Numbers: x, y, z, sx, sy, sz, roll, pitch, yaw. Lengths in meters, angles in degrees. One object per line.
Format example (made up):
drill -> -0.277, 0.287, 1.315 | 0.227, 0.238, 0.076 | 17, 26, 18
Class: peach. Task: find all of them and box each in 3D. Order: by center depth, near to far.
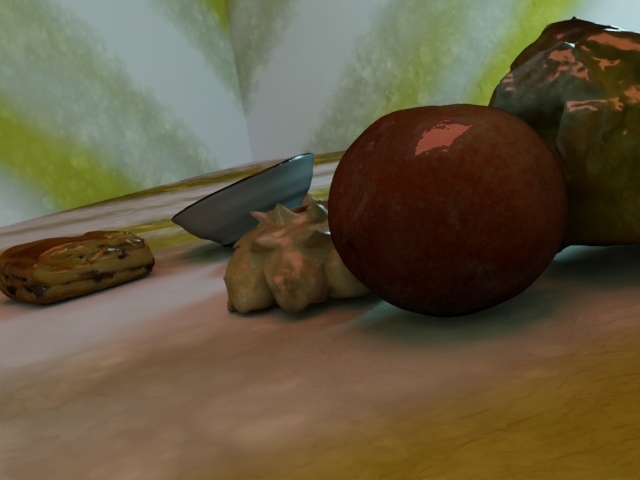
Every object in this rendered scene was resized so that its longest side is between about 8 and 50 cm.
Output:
peach -> 0.130, -0.033, 0.766 | 0.252, 0.253, 0.252 | -9, 11, 2

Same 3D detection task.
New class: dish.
dish -> -0.131, -0.060, 1.381 | 0.316, 0.106, 0.316 | -25, 1, 1

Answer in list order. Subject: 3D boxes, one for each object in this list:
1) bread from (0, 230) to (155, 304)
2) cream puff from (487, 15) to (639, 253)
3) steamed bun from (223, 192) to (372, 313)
bread -> -0.439, 0.036, 1.244 | 0.235, 0.099, 0.210 | -19, 15, -41
cream puff -> 0.364, -0.093, 0.871 | 0.378, 0.276, 0.378 | 25, 9, -5
steamed bun -> 0.000, 0.000, 0.975 | 0.295, 0.137, 0.292 | -14, 8, -11
